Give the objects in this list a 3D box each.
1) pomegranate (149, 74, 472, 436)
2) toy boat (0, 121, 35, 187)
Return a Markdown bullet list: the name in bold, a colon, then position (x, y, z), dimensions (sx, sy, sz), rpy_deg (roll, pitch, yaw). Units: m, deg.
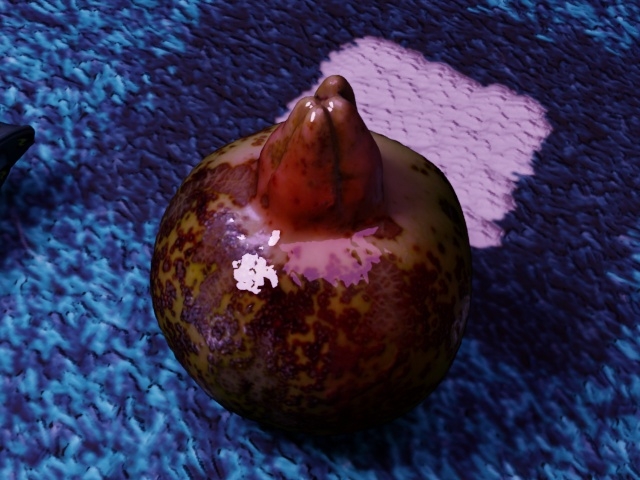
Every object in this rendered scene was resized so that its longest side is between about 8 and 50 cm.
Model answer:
- **pomegranate**: position (0.000, 0.000, 1.046), dimensions (0.214, 0.248, 0.214), rpy_deg (4, 49, -4)
- **toy boat**: position (-0.269, -0.012, 1.124), dimensions (0.103, 0.093, 0.246), rpy_deg (42, 47, 4)
